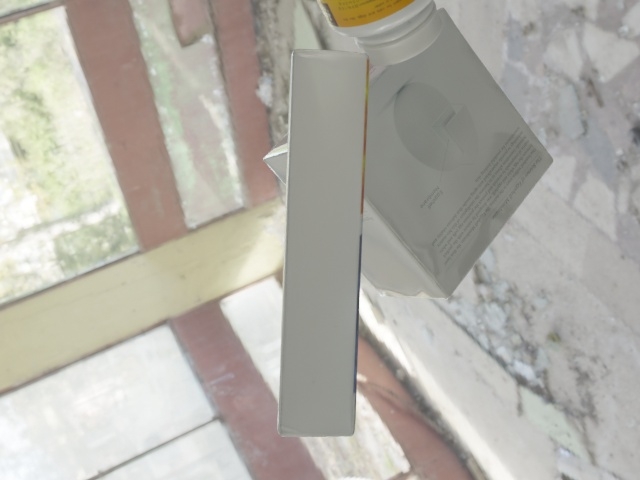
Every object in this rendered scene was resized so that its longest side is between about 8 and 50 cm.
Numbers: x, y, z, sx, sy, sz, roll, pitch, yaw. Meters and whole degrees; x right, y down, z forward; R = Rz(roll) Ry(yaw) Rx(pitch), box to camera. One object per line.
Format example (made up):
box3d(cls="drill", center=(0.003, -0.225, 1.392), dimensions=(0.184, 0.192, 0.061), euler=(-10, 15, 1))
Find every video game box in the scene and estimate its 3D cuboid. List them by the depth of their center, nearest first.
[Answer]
box3d(cls="video game box", center=(0.000, 0.000, 0.526), dimensions=(0.187, 0.048, 0.205), euler=(-140, 52, -86))

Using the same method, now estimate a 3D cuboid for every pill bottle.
box3d(cls="pill bottle", center=(0.036, -0.270, 0.764), dimensions=(0.117, 0.117, 0.215), euler=(43, 168, 53))

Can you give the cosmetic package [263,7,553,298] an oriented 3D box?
box3d(cls="cosmetic package", center=(0.102, -0.090, 0.942), dimensions=(0.224, 0.224, 0.138), euler=(49, 157, -17))
